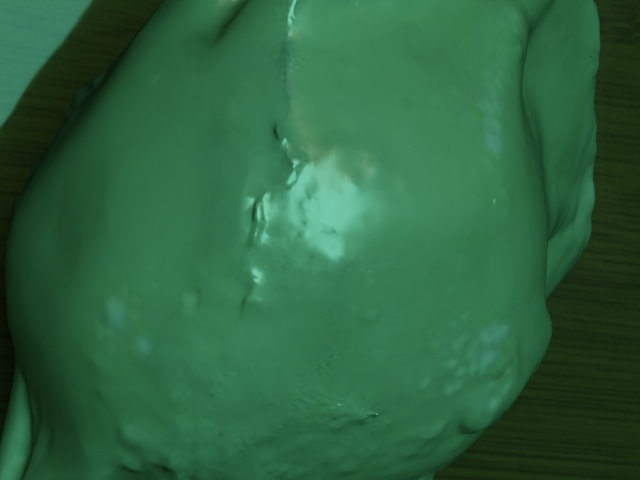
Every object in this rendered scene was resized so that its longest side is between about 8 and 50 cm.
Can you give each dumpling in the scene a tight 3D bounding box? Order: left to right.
[{"bbox_3d":[0.007,0.008,0.580,0.193,0.147,0.258,7,113,-37],"label":"dumpling"}]

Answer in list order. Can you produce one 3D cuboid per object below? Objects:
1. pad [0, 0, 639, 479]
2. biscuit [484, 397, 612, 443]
[{"bbox_3d":[0.000,0.000,0.658,0.287,0.018,0.284,6,89,-17],"label":"pad"},{"bbox_3d":[0.099,0.021,0.715,0.130,0.019,0.119,12,80,-17],"label":"biscuit"}]
